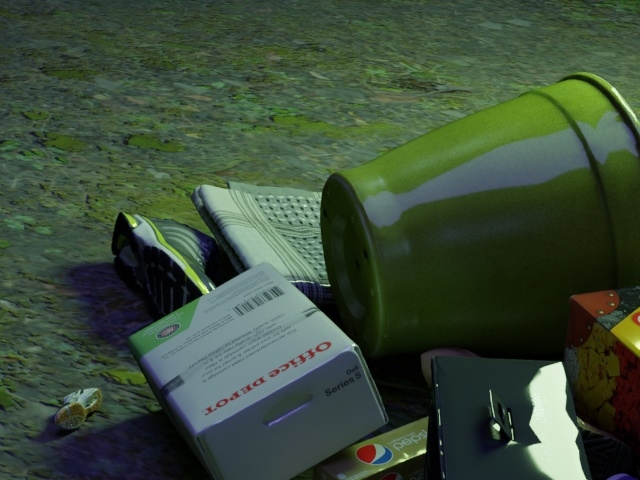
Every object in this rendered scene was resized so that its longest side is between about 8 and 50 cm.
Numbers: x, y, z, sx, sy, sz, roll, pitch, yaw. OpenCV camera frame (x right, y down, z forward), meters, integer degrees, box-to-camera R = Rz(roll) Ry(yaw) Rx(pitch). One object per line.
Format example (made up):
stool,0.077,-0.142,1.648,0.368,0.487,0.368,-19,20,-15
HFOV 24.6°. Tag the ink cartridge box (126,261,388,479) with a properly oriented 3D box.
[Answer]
ink cartridge box,-0.077,0.155,1.648,0.198,0.115,0.273,-29,27,-11

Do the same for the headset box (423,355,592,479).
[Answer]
headset box,0.161,0.269,1.330,0.131,0.283,0.246,3,26,1

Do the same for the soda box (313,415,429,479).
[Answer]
soda box,0.079,0.252,1.616,0.181,0.061,0.058,-17,31,-35

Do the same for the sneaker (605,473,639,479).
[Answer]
sneaker,0.313,0.305,1.506,0.071,0.068,0.170,-13,25,30

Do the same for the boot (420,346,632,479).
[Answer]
boot,0.187,0.183,1.640,0.236,0.089,0.269,30,1,-33

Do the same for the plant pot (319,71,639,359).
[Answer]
plant pot,0.196,-0.001,1.855,0.353,0.366,0.366,-12,28,-14

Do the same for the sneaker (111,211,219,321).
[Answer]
sneaker,-0.185,0.035,2.007,0.121,0.111,0.300,-6,28,-26

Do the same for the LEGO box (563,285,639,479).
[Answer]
LEGO box,0.573,0.188,1.642,0.500,0.193,0.372,-8,27,-20

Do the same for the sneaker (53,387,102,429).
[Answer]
sneaker,-0.294,0.200,1.738,0.037,0.032,0.083,0,17,28

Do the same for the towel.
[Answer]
towel,0.000,0.000,2.071,0.312,0.056,0.324,2,27,-27
